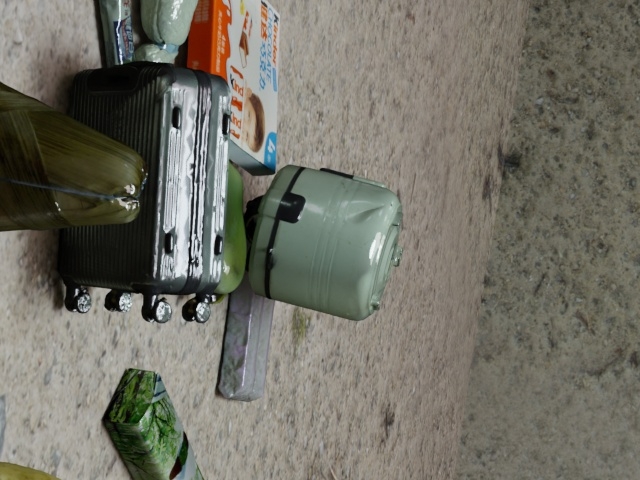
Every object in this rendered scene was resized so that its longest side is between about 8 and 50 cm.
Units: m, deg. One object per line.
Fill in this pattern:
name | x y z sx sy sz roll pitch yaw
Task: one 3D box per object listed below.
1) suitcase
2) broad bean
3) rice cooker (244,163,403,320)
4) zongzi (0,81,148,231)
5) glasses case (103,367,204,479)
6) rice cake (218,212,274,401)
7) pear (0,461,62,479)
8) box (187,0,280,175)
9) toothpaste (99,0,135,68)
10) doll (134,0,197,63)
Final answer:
suitcase | -0.215 -0.060 1.653 0.128 0.202 0.312 2 91 -50
broad bean | -0.157 -0.021 1.979 0.169 0.100 0.228 -20 111 -76
rice cooker | 0.000 0.000 2.078 0.226 0.244 0.226 11 90 -81
zongzi | -0.299 -0.124 1.398 0.112 0.221 0.242 -76 161 -67
glasses case | -0.223 0.302 1.909 0.272 0.062 0.095 74 29 -44
rice cake | -0.110 0.111 2.194 0.106 0.050 0.298 29 67 -68
pear | -0.333 0.370 1.300 0.309 0.309 0.309 4 90 -70
box | -0.127 -0.261 2.039 0.265 0.048 0.273 34 54 -68
toothpaste | -0.260 -0.279 1.729 0.060 0.038 0.233 -48 141 -56
doll | -0.201 -0.322 1.827 0.103 0.071 0.214 20 79 -68
